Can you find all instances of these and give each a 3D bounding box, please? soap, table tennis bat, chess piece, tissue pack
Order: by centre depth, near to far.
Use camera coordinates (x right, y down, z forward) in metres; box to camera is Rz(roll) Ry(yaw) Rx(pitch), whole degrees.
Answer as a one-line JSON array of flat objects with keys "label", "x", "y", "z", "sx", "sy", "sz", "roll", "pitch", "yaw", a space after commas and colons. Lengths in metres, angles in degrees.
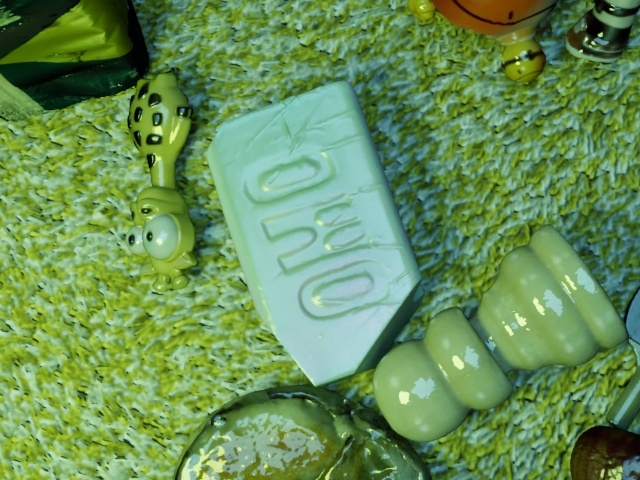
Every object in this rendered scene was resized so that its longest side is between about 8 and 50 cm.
[{"label": "tissue pack", "x": -0.386, "y": -0.330, "z": 1.151, "sx": 0.253, "sy": 0.416, "sz": 0.264, "roll": -18, "pitch": 79, "yaw": 0}, {"label": "chess piece", "x": 0.198, "y": 0.127, "z": 1.164, "sx": 0.299, "sy": 0.167, "sz": 0.167, "roll": -33, "pitch": 80, "yaw": 4}, {"label": "table tennis bat", "x": 0.435, "y": 0.131, "z": 1.203, "sx": 0.138, "sy": 0.022, "sz": 0.247, "roll": 34, "pitch": 85, "yaw": 9}, {"label": "soap", "x": 0.000, "y": 0.000, "z": 1.214, "sx": 0.208, "sy": 0.115, "sz": 0.347, "roll": -19, "pitch": 81, "yaw": 3}]

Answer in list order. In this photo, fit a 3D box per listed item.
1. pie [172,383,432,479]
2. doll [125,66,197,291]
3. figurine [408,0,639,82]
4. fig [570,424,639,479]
[{"label": "pie", "x": -0.022, "y": 0.337, "z": 1.189, "sx": 0.338, "sy": 0.077, "sz": 0.339, "roll": 0, "pitch": 85, "yaw": -1}, {"label": "doll", "x": -0.209, "y": -0.078, "z": 1.261, "sx": 0.117, "sy": 0.086, "sz": 0.291, "roll": -9, "pitch": 81, "yaw": 45}, {"label": "figurine", "x": 0.246, "y": -0.364, "z": 1.203, "sx": 0.322, "sy": 0.196, "sz": 0.320, "roll": 1, "pitch": 88, "yaw": -5}, {"label": "fig", "x": 0.349, "y": 0.320, "z": 1.135, "sx": 0.146, "sy": 0.133, "sz": 0.201, "roll": 23, "pitch": 93, "yaw": 17}]
